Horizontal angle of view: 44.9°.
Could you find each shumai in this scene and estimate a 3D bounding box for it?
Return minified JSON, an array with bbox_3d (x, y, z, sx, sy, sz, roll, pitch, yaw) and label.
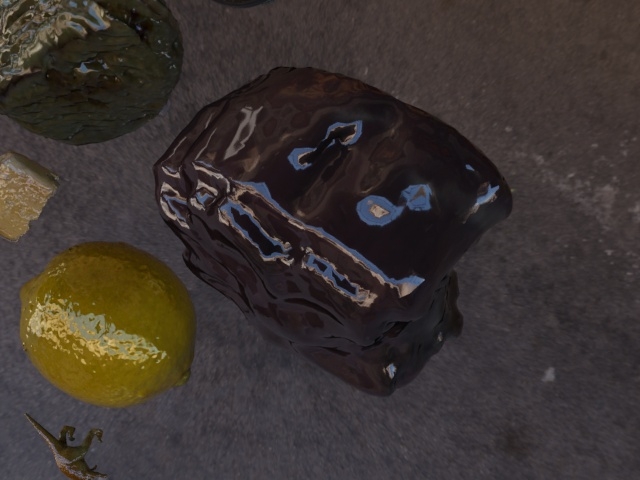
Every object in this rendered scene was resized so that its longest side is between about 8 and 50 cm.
[{"bbox_3d":[-0.291,-0.256,0.941,0.256,0.189,0.218,-25,71,20],"label":"shumai"}]

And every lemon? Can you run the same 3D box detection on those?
[{"bbox_3d":[-0.403,0.159,1.496,0.336,0.336,0.336,0,88,-3],"label":"lemon"}]

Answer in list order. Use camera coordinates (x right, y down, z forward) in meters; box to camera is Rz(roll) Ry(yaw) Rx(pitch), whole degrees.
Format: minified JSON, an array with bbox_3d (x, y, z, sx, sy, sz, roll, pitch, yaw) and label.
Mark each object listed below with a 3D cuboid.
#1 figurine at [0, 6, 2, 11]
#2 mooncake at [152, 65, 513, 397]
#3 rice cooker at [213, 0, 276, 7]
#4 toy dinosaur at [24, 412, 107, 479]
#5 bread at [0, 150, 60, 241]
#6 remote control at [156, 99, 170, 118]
[{"bbox_3d":[-0.574,-0.478,1.601,0.262,0.121,0.164,-37,135,-22],"label":"figurine"},{"bbox_3d":[0.000,0.000,0.816,0.351,0.381,0.212,30,71,28],"label":"mooncake"},{"bbox_3d":[-0.149,-0.609,1.499,0.264,0.317,0.316,-2,88,34],"label":"rice cooker"},{"bbox_3d":[-0.442,0.375,1.331,0.162,0.039,0.126,22,50,-28],"label":"toy dinosaur"},{"bbox_3d":[-0.478,-0.076,1.203,0.125,0.082,0.106,-48,117,2],"label":"bread"},{"bbox_3d":[-0.338,-0.224,1.155,0.250,0.103,0.034,12,76,38],"label":"remote control"}]
